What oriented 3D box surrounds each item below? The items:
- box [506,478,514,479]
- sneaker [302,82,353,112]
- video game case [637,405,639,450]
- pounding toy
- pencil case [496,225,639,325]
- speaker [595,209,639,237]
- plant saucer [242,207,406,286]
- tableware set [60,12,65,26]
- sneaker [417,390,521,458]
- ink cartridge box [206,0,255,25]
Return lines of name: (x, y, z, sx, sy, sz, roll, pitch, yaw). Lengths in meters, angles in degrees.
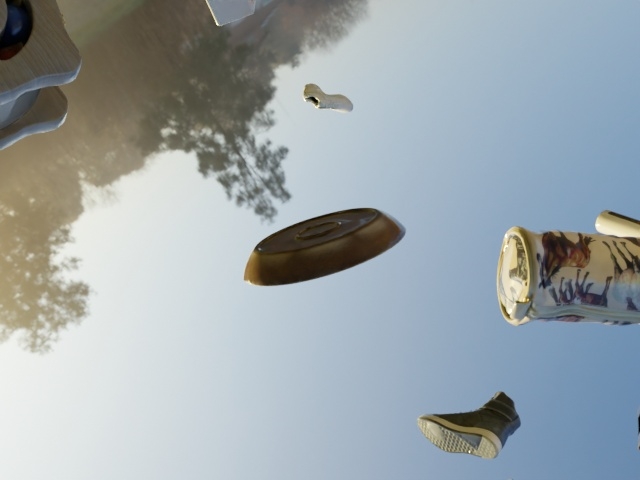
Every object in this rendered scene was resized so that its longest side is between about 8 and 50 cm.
box: (0.280, 0.546, 0.797, 0.168, 0.345, 0.215, -24, 165, 5)
sneaker: (0.019, -0.392, 1.651, 0.053, 0.152, 0.061, 115, -9, -47)
video game case: (0.669, 0.375, 1.030, 0.196, 0.274, 0.026, 25, -81, 27)
pounding toy: (-0.302, -0.220, 0.473, 0.154, 0.269, 0.155, -15, 160, -40)
pencil case: (0.490, 0.074, 0.959, 0.410, 0.160, 0.183, 5, -145, -7)
speaker: (0.680, -0.023, 1.277, 0.055, 0.055, 0.136, -38, -149, -9)
plant saucer: (0.000, 0.000, 1.063, 0.311, 0.050, 0.310, -16, -168, 4)
tableware set: (-0.615, -0.428, 1.244, 0.141, 0.168, 0.020, -10, 168, -28)
sneaker: (0.351, 0.416, 1.346, 0.163, 0.086, 0.226, -31, -161, -37)
ink cartridge box: (-0.207, -0.570, 1.179, 0.087, 0.208, 0.153, -14, -138, 11)
